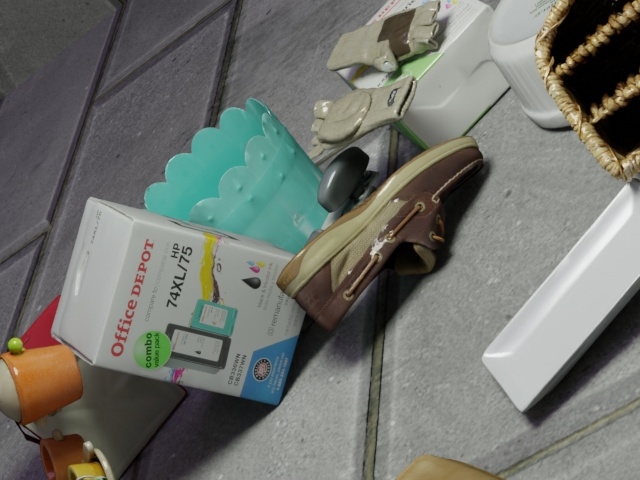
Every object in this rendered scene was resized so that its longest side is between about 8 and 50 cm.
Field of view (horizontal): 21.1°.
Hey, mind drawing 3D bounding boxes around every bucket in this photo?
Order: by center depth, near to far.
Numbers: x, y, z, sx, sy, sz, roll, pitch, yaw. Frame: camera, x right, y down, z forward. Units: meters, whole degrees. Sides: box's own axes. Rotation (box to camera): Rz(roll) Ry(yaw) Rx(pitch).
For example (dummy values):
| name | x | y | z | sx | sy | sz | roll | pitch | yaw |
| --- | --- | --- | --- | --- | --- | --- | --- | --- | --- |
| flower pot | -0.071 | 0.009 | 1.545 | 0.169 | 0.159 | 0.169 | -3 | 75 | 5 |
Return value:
| name | x | y | z | sx | sy | sz | roll | pitch | yaw |
| --- | --- | --- | --- | --- | --- | --- | --- | --- | --- |
| bucket | -0.120 | -0.048 | 2.513 | 0.281 | 0.183 | 0.281 | -38 | 22 | 18 |

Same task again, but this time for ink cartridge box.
| name | x | y | z | sx | sy | sz | roll | pitch | yaw |
| --- | --- | --- | --- | --- | --- | --- | --- | --- | --- |
| ink cartridge box | -0.183 | 0.079 | 2.263 | 0.197 | 0.270 | 0.198 | 22 | 97 | 63 |
| ink cartridge box | 0.145 | -0.271 | 2.524 | 0.207 | 0.119 | 0.353 | -47 | 25 | 1 |

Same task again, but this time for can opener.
| name | x | y | z | sx | sy | sz | roll | pitch | yaw |
| --- | --- | --- | --- | --- | --- | --- | --- | --- | --- |
| can opener | 0.000 | 0.000 | 2.389 | 0.074 | 0.093 | 0.280 | -12 | 46 | 53 |

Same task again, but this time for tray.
| name | x | y | z | sx | sy | sz | roll | pitch | yaw |
| --- | --- | --- | --- | --- | --- | --- | --- | --- | --- |
| tray | 0.290 | 0.062 | 1.869 | 0.270 | 0.030 | 0.145 | -51 | 24 | 8 |

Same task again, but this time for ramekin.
| name | x | y | z | sx | sy | sz | roll | pitch | yaw |
| --- | --- | --- | --- | --- | --- | --- | --- | --- | --- |
| ramekin | 0.337 | -0.287 | 2.229 | 0.273 | 0.127 | 0.273 | -38 | 23 | 20 |

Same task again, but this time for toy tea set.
| name | x | y | z | sx | sy | sz | roll | pitch | yaw |
| --- | --- | --- | --- | --- | --- | --- | --- | --- | --- |
| toy tea set | -0.353 | 0.285 | 2.215 | 0.124 | 0.336 | 0.200 | -16 | -14 | -22 |

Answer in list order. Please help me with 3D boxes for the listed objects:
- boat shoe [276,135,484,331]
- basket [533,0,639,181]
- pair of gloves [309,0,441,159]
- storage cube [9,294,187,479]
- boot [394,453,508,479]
| name | x | y | z | sx | sy | sz | roll | pitch | yaw |
| --- | --- | --- | --- | --- | --- | --- | --- | --- | --- |
| boat shoe | 0.102 | -0.005 | 2.215 | 0.342 | 0.123 | 0.123 | -37 | -11 | -28 |
| basket | 0.388 | -0.247 | 1.938 | 0.299 | 0.213 | 0.223 | -38 | 6 | 17 |
| pair of gloves | 0.077 | -0.226 | 2.383 | 0.204 | 0.042 | 0.240 | -18 | 41 | 42 |
| storage cube | -0.341 | 0.215 | 2.473 | 0.215 | 0.183 | 0.193 | -50 | 26 | -10 |
| boot | 0.129 | 0.325 | 1.700 | 0.236 | 0.089 | 0.269 | -45 | 23 | -23 |
